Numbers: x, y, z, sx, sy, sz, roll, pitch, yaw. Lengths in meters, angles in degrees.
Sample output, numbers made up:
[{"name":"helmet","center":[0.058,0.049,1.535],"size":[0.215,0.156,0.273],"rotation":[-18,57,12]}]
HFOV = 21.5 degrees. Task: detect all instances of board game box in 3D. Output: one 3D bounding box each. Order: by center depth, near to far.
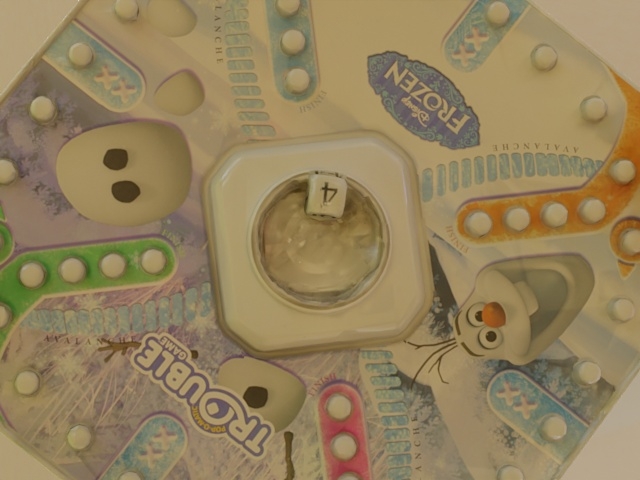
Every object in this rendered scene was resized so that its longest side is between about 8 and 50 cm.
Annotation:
[{"name":"board game box","center":[0.000,0.000,0.957],"size":[0.390,0.050,0.390],"rotation":[38,-99,-2]}]
